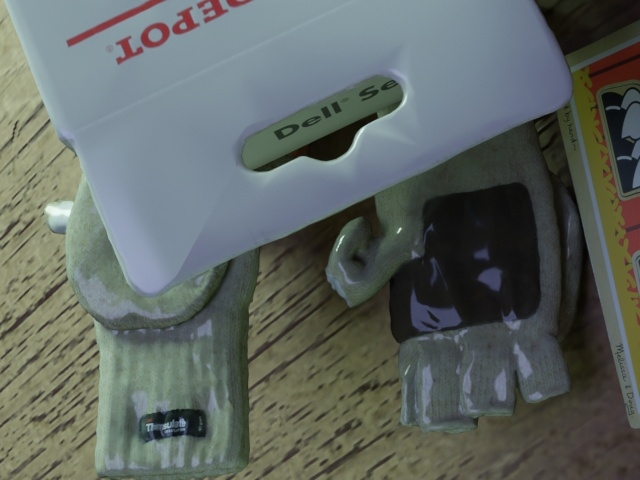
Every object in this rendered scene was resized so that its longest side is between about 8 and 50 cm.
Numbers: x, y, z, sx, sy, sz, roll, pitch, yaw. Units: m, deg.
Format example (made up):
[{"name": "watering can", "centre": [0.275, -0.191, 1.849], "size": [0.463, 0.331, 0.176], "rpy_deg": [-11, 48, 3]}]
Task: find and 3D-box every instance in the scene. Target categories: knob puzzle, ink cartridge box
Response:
[{"name": "knob puzzle", "centre": [0.180, -0.023, 0.721], "size": [0.213, 0.030, 0.213], "rpy_deg": [0, 90, 46]}, {"name": "ink cartridge box", "centre": [-0.041, -0.152, 0.788], "size": [0.207, 0.119, 0.353], "rpy_deg": [-24, 71, 4]}]

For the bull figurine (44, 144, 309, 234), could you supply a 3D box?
[{"name": "bull figurine", "centre": [-0.095, -0.149, 0.953], "size": [0.188, 0.101, 0.310], "rpy_deg": [-29, 69, 44]}]

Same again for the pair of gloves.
[{"name": "pair of gloves", "centre": [0.000, 0.000, 0.828], "size": [0.240, 0.042, 0.204], "rpy_deg": [-13, 75, 10]}]
